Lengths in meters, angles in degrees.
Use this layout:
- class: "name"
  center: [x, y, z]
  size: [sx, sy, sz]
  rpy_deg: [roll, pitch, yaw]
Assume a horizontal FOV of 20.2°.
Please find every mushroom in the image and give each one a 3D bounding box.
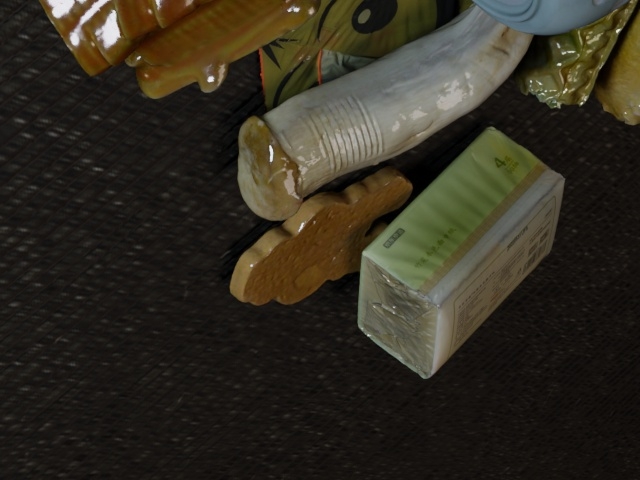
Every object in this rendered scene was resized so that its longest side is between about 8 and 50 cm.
- class: "mushroom"
  center: [0.069, -0.139, 1.742]
  size: [0.351, 0.095, 0.123]
  rpy_deg: [-34, 137, -18]

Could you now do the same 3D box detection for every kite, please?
- class: "kite"
  center: [0.042, -0.185, 1.758]
  size: [0.327, 0.013, 0.377]
  rpy_deg: [2, 127, -51]

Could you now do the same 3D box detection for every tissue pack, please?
- class: "tissue pack"
  center: [0.154, 0.012, 1.988]
  size: [0.234, 0.125, 0.159]
  rpy_deg: [-44, 157, -26]

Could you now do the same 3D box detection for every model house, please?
- class: "model house"
  center: [-0.115, -0.247, 1.336]
  size: [0.199, 0.220, 0.229]
  rpy_deg: [-18, 152, 24]

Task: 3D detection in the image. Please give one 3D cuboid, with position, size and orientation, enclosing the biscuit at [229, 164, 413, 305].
- class: "biscuit"
  center: [-0.001, 0.003, 1.908]
  size: [0.236, 0.040, 0.144]
  rpy_deg: [-21, 137, -36]

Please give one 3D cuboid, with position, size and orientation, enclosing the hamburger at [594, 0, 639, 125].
- class: "hamburger"
  center: [0.498, -0.273, 1.917]
  size: [0.445, 0.268, 0.287]
  rpy_deg: [-48, 164, 6]

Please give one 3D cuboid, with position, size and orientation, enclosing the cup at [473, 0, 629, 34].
- class: "cup"
  center: [0.222, -0.327, 1.614]
  size: [0.274, 0.259, 0.356]
  rpy_deg: [-35, 178, -16]

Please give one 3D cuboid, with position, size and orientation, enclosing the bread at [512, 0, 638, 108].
- class: "bread"
  center: [0.292, -0.266, 1.895]
  size: [0.098, 0.087, 0.269]
  rpy_deg: [-11, 136, -43]
